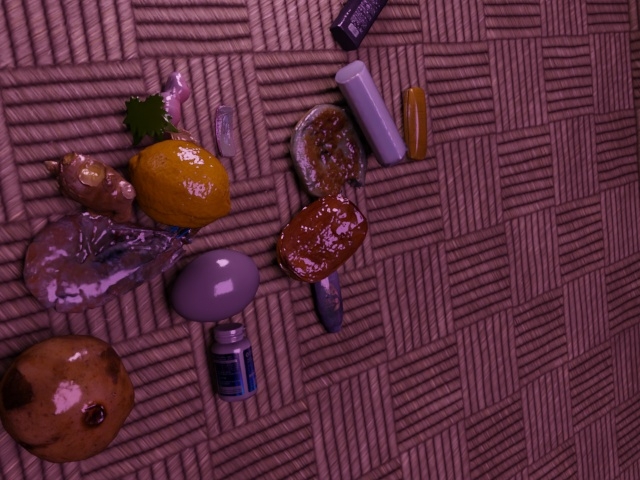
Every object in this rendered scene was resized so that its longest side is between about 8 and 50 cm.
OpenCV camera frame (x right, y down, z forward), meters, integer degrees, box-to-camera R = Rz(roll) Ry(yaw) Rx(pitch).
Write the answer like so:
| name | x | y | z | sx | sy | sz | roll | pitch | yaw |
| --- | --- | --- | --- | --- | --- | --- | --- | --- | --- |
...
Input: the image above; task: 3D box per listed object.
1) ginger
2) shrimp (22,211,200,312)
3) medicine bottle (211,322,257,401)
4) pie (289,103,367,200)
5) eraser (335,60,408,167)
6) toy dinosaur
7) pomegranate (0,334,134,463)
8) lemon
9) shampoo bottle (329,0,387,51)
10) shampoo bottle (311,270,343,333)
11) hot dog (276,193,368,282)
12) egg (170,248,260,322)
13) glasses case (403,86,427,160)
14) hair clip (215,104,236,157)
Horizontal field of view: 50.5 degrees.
| name | x | y | z | sx | sy | sz | roll | pitch | yaw |
| --- | --- | --- | --- | --- | --- | --- | --- | --- | --- |
| ginger | -0.512 | -0.126 | 1.510 | 0.216 | 0.157 | 0.102 | 30 | 62 | -7 |
| shrimp | -0.477 | 0.019 | 1.603 | 0.446 | 0.110 | 0.221 | -23 | 90 | -34 |
| medicine bottle | -0.231 | 0.320 | 1.798 | 0.107 | 0.107 | 0.191 | -14 | 101 | -36 |
| pie | 0.028 | -0.252 | 1.989 | 0.302 | 0.067 | 0.302 | -2 | 93 | -38 |
| eraser | 0.152 | -0.376 | 2.009 | 0.290 | 0.104 | 0.189 | 59 | 15 | -23 |
| toy dinosaur | -0.386 | -0.309 | 1.653 | 0.177 | 0.152 | 0.194 | -26 | 103 | -64 |
| pomegranate | -0.547 | 0.333 | 1.464 | 0.281 | 0.281 | 0.281 | -3 | 94 | -37 |
| lemon | -0.325 | -0.128 | 1.568 | 0.260 | 0.204 | 0.204 | 24 | 75 | 3 |
| shampoo bottle | 0.140 | -0.715 | 2.042 | 0.098 | 0.071 | 0.309 | 43 | 68 | -30 |
| shampoo bottle | 0.021 | 0.160 | 2.017 | 0.087 | 0.049 | 0.233 | -16 | 102 | -29 |
| hot dog | 0.000 | 0.000 | 1.917 | 0.272 | 0.122 | 0.196 | -45 | 95 | -4 |
| egg | -0.268 | 0.118 | 1.713 | 0.232 | 0.176 | 0.176 | -30 | 110 | -31 |
| glasses case | 0.307 | -0.376 | 2.196 | 0.079 | 0.064 | 0.234 | -7 | 97 | -39 |
| hair clip | -0.250 | -0.288 | 1.799 | 0.054 | 0.022 | 0.137 | -10 | 99 | -38 |
